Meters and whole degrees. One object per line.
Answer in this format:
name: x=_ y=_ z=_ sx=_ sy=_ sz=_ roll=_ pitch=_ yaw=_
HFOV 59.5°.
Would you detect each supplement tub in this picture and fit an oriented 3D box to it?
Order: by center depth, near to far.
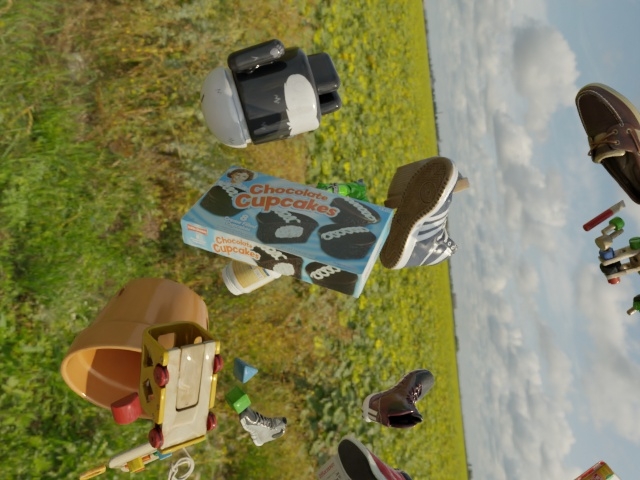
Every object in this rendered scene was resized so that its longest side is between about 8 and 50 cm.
supplement tub: x=-0.262 y=0.113 z=2.149 sx=0.144 sy=0.200 sz=0.144 roll=55 pitch=18 yaw=-27

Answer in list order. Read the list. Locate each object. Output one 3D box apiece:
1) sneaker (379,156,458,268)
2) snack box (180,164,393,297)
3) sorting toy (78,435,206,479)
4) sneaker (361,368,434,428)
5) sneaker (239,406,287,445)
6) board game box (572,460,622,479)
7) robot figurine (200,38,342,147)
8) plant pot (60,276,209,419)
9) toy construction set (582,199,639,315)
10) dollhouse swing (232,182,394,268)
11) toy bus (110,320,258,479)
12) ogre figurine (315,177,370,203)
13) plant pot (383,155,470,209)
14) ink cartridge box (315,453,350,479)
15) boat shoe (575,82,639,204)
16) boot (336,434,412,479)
sneaker: x=0.248 y=-0.053 z=1.210 sx=0.099 sy=0.153 sz=0.282 roll=60 pitch=-45 yaw=42
snack box: x=-0.054 y=-0.026 z=0.976 sx=0.187 sy=0.322 sz=0.060 roll=-59 pitch=161 yaw=-47
sorting toy: x=-0.443 y=0.563 z=1.456 sx=0.196 sy=0.348 sz=0.047 roll=107 pitch=-39 yaw=-62
sneaker: x=0.272 y=0.485 z=1.660 sx=0.281 sy=0.162 sz=0.106 roll=-21 pitch=108 yaw=-30
sneaker: x=-0.182 y=0.592 z=1.849 sx=0.228 sy=0.132 sz=0.086 roll=72 pitch=5 yaw=-45
board game box: x=0.590 y=0.546 z=1.182 sx=0.259 sy=0.124 sz=0.039 roll=43 pitch=11 yaw=-34
robot figurine: x=-0.102 y=-0.291 z=1.127 sx=0.173 sy=0.278 sz=0.209 roll=-116 pitch=-169 yaw=-68
plant pot: x=-0.355 y=0.215 z=1.164 sx=0.291 sy=0.291 sz=0.203 roll=71 pitch=17 yaw=-44
toy construction set: x=0.921 y=0.019 z=1.551 sx=0.309 sy=0.237 sz=0.257 roll=56 pitch=-5 yaw=7
dollhouse swing: x=0.000 y=0.000 z=1.615 sx=0.315 sy=0.305 sz=0.347 roll=-57 pitch=167 yaw=21
toy bus: x=-0.216 y=0.219 z=0.827 sx=0.202 sy=0.104 sz=0.191 roll=-48 pitch=133 yaw=-17
ogre figurine: x=0.062 y=-0.061 z=1.267 sx=0.197 sy=0.118 sz=0.097 roll=66 pitch=-14 yaw=-15
plant pot: x=0.279 y=-0.163 z=1.530 sx=0.237 sy=0.237 sz=0.109 roll=-24 pitch=98 yaw=-77
ink cartridge box: x=0.088 y=0.733 z=1.634 sx=0.208 sy=0.087 sz=0.153 roll=59 pitch=-40 yaw=28
boat shoe: x=0.755 y=-0.243 z=1.433 sx=0.123 sy=0.123 sz=0.342 roll=-32 pitch=92 yaw=-31
boot: x=0.162 y=0.648 z=1.590 sx=0.244 sy=0.088 sz=0.176 roll=45 pitch=15 yaw=23
